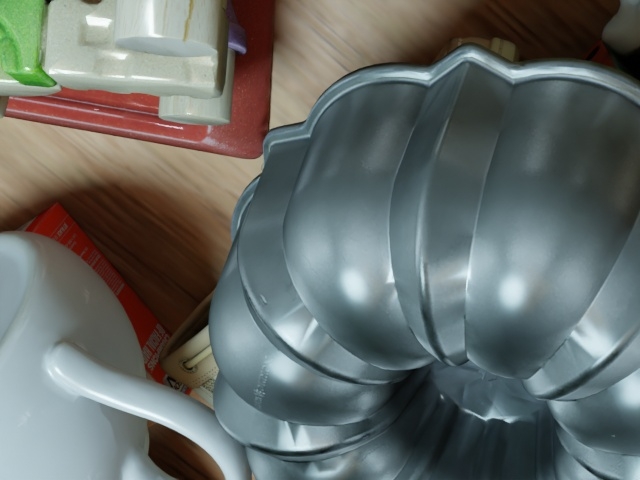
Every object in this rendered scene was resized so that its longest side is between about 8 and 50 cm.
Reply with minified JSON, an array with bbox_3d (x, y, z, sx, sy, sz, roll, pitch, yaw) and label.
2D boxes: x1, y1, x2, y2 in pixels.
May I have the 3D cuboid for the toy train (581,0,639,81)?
[{"bbox_3d":[0.268,-0.013,0.678,0.334,0.142,0.190,37,110,-5],"label":"toy train"}]

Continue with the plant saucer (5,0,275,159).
[{"bbox_3d":[-0.156,-0.175,0.743,0.258,0.048,0.259,11,122,9],"label":"plant saucer"}]

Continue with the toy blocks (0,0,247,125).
[{"bbox_3d":[-0.163,-0.207,0.601,0.288,0.309,0.260,4,88,0],"label":"toy blocks"}]

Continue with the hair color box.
[{"bbox_3d":[-0.177,0.066,0.885,0.093,0.053,0.167,-30,109,27],"label":"hair color box"}]

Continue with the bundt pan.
[{"bbox_3d":[0.084,0.074,0.623,0.331,0.124,0.331,13,129,16],"label":"bundt pan"}]

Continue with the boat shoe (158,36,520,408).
[{"bbox_3d":[0.000,0.000,0.757,0.110,0.121,0.341,31,124,-5],"label":"boat shoe"}]

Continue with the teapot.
[{"bbox_3d":[-0.196,0.130,0.767,0.252,0.256,0.187,-40,120,-2],"label":"teapot"}]
